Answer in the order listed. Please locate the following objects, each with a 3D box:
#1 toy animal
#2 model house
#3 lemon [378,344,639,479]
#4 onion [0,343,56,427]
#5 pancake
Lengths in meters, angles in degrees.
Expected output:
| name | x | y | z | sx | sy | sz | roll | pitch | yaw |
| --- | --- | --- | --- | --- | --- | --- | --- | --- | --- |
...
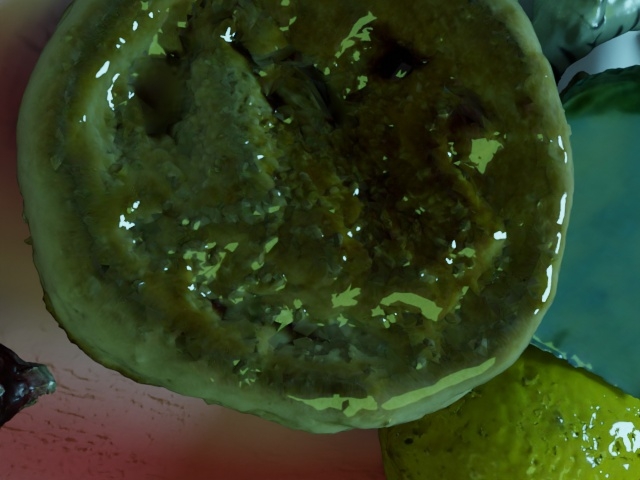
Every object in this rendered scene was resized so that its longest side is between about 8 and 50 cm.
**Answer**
| name | x | y | z | sx | sy | sz | roll | pitch | yaw |
| --- | --- | --- | --- | --- | --- | --- | --- | --- | --- |
| toy animal | 0.210 | -0.181 | 0.938 | 0.217 | 0.073 | 0.176 | -21 | 141 | -26 |
| model house | 0.253 | -0.064 | 0.960 | 0.226 | 0.241 | 0.261 | 30 | 132 | -6 |
| lemon | 0.195 | 0.176 | 1.090 | 0.310 | 0.258 | 0.258 | 14 | 117 | -27 |
| onion | -0.268 | 0.105 | 0.784 | 0.195 | 0.159 | 0.159 | -7 | 129 | -34 |
| pancake | -0.011 | -0.050 | 0.746 | 0.356 | 0.356 | 0.065 | -29 | 176 | -11 |
